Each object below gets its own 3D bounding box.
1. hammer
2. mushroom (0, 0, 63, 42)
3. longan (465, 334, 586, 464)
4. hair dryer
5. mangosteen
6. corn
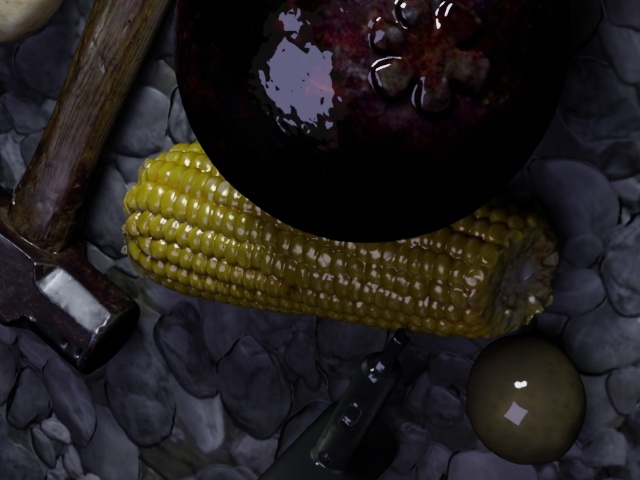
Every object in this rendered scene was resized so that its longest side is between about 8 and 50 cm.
[{"bbox_3d":[-0.220,-0.093,1.424,0.242,0.095,0.409,36,118,14],"label":"hammer"},{"bbox_3d":[-0.289,-0.254,1.353,0.166,0.127,0.166,-12,76,54],"label":"mushroom"},{"bbox_3d":[0.164,0.129,1.268,0.119,0.106,0.106,-153,47,-70],"label":"longan"},{"bbox_3d":[0.009,0.164,1.281,0.078,0.195,0.248,36,134,13],"label":"hair dryer"},{"bbox_3d":[0.032,-0.136,1.139,0.297,0.297,0.313,50,158,5],"label":"mangosteen"},{"bbox_3d":[0.000,0.000,1.283,0.387,0.144,0.144,11,114,29],"label":"corn"}]
